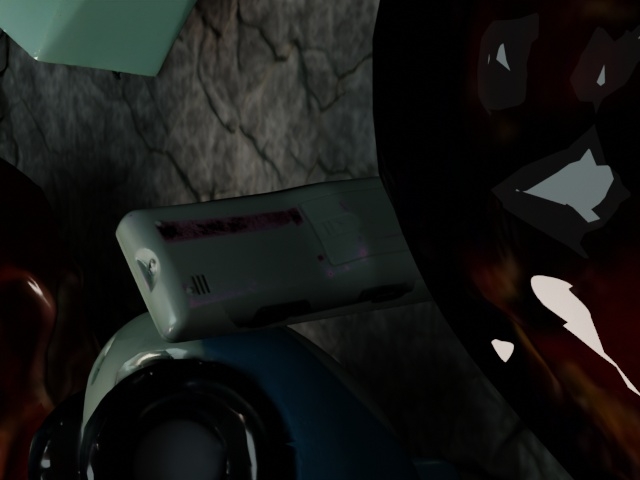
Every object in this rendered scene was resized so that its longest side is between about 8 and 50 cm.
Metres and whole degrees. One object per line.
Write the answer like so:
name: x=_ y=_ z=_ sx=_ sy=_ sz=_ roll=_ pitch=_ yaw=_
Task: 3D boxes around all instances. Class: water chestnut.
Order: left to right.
water chestnut: x=0.141 y=-0.029 z=0.418 sx=0.289 sy=0.244 sz=0.289 roll=4 pitch=95 yaw=55

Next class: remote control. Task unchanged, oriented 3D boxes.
remote control: x=0.000 y=0.000 z=0.665 sx=0.065 sy=0.166 sz=0.029 roll=63 pitch=144 yaw=28

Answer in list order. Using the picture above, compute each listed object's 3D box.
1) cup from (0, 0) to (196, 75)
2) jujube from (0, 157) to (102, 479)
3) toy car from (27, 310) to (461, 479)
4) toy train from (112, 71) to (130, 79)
cup: x=-0.081 y=-0.209 z=0.792 sx=0.148 sy=0.134 sz=0.235 roll=43 pitch=125 yaw=3
jujube: x=-0.268 y=0.115 z=0.949 sx=0.276 sy=0.276 sz=0.376 roll=34 pitch=115 yaw=46
toy car: x=-0.021 y=0.151 z=0.689 sx=0.188 sy=0.190 sz=0.255 roll=150 pitch=112 yaw=-69
toy train: x=-0.120 y=-0.133 z=0.922 sx=0.092 sy=0.029 sz=0.045 roll=54 pitch=146 yaw=40
